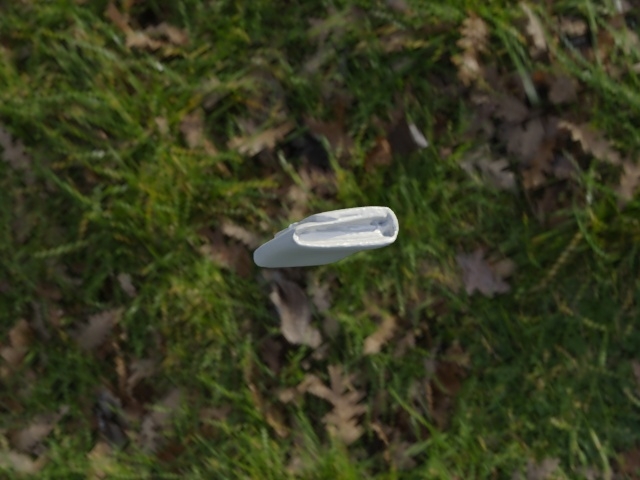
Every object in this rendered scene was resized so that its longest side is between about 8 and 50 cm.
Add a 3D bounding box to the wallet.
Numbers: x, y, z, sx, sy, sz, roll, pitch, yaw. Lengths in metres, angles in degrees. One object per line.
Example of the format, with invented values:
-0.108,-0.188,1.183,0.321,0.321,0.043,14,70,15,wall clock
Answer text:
0.000,0.000,0.767,0.061,0.122,0.025,-10,87,-15,wallet
